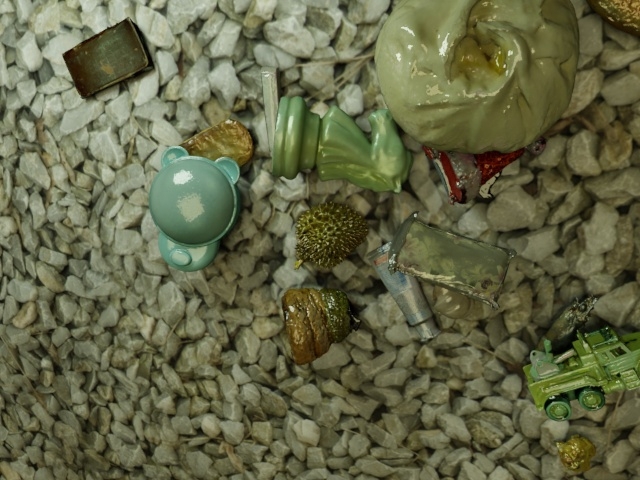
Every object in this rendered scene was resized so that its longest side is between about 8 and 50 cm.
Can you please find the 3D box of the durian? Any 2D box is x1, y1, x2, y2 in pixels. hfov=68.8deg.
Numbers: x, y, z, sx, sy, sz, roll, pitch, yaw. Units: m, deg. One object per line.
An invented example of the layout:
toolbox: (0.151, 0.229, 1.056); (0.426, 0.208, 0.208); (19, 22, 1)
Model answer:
durian: (0.000, 0.000, 1.066); (0.146, 0.102, 0.208); (46, 115, -5)

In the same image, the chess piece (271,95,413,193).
chess piece: (0.051, -0.198, 0.980); (0.298, 0.175, 0.175); (8, 107, -5)

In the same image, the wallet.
wallet: (-0.518, -0.440, 1.138); (0.232, 0.031, 0.121); (-14, 104, 21)

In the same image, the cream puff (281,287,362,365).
cream puff: (0.007, 0.185, 1.080); (0.169, 0.183, 0.183); (-12, 101, -2)

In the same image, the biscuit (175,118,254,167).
biscuit: (-0.270, -0.202, 1.128); (0.247, 0.029, 0.118); (-22, 104, 20)

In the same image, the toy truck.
toy truck: (0.534, 0.239, 0.915); (0.260, 0.128, 0.135); (-22, 99, 20)

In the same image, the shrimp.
shrimp: (0.553, 0.216, 0.991); (0.150, 0.051, 0.217); (21, 116, 7)

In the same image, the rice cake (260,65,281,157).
rice cake: (-0.105, -0.288, 1.056); (0.047, 0.036, 0.206); (-6, 102, 3)

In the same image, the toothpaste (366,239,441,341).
toothpaste: (0.195, 0.115, 1.065); (0.089, 0.057, 0.234); (-29, 88, 19)

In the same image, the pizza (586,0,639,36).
pizza: (0.563, -0.470, 0.808); (0.292, 0.058, 0.197); (36, 109, 3)

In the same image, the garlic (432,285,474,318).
garlic: (0.289, 0.130, 1.029); (0.094, 0.074, 0.113); (-42, 105, 11)

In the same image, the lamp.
lamp: (-0.298, -0.064, 1.094); (0.210, 0.147, 0.283); (15, 116, 6)

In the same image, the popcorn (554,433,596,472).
popcorn: (0.564, 0.473, 1.049); (0.084, 0.084, 0.084); (4, 105, 15)

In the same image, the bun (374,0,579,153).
bun: (0.267, -0.330, 0.813); (0.365, 0.219, 0.365); (-1, 86, 10)

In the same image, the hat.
hat: (0.336, -0.167, 0.939); (0.228, 0.129, 0.140); (-21, 73, 2)

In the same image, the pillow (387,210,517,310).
pillow: (0.272, 0.046, 0.993); (0.255, 0.169, 0.059); (21, 150, 10)
